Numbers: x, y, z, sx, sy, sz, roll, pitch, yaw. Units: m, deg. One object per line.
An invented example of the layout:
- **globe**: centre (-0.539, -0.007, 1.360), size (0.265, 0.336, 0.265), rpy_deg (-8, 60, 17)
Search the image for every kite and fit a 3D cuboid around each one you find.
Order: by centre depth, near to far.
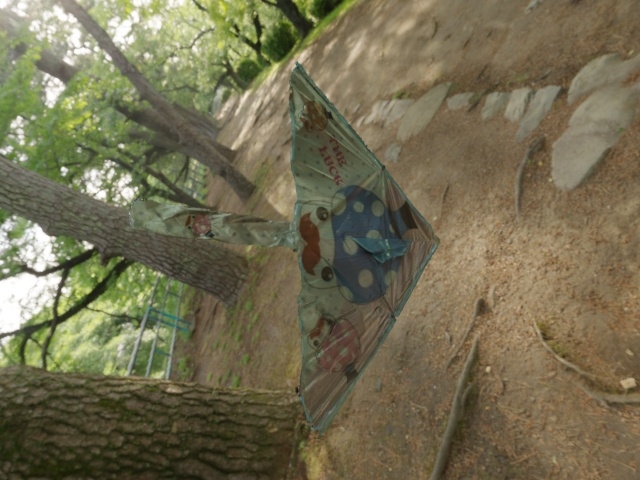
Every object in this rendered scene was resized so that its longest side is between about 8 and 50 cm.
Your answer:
- **kite**: centre (0.000, 0.000, 0.370), size (0.011, 0.314, 0.336), rpy_deg (-16, 75, 57)
